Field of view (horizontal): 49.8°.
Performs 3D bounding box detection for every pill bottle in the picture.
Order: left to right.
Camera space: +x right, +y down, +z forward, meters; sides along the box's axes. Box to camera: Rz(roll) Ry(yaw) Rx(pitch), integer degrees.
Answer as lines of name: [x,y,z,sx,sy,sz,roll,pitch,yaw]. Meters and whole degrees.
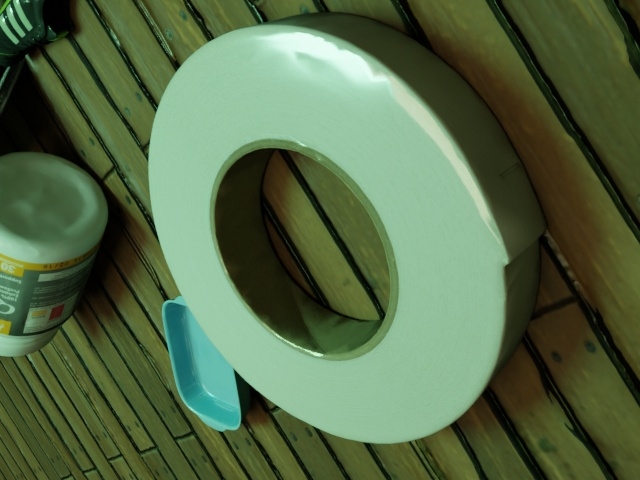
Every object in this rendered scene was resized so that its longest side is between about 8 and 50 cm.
pill bottle: [-0.384,0.030,0.898,0.162,0.162,0.278,46,134,11]

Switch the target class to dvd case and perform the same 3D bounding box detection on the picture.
dvd case: [-0.451,-0.123,0.893,0.018,0.165,0.221,28,145,-31]

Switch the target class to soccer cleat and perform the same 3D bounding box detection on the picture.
soccer cleat: [-0.323,-0.242,0.773,0.072,0.060,0.179,46,135,-7]

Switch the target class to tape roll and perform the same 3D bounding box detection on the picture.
tape roll: [0.000,0.000,0.617,0.391,0.072,0.392,20,125,33]

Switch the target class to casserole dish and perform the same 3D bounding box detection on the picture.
casserole dish: [-0.133,0.144,0.834,0.114,0.037,0.189,13,120,36]

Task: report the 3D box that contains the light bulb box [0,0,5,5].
light bulb box: [-0.550,-0.387,0.653,0.361,0.357,0.225,58,147,-1]
